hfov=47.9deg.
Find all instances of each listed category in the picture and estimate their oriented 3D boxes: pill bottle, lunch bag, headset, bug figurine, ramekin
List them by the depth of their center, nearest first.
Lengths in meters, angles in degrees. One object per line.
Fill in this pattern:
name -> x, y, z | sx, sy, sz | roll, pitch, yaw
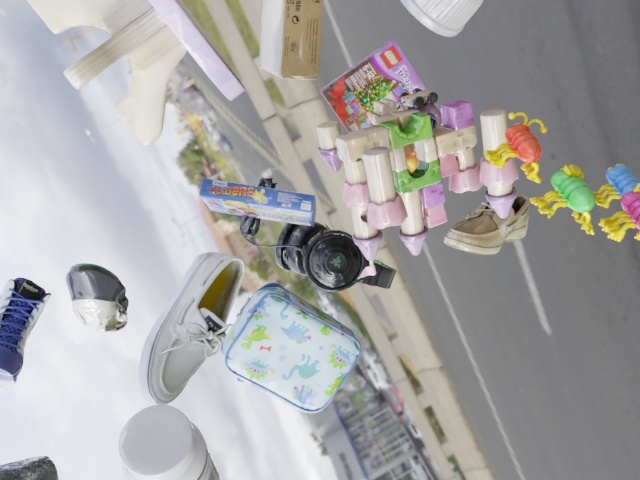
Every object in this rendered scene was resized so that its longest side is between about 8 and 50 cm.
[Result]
bug figurine -> 0.381, -0.081, 1.021 | 0.279, 0.072, 0.216 | 17, -149, -19
lunch bag -> -0.056, 0.193, 1.273 | 0.219, 0.176, 0.090 | 31, -176, -15
pill bottle -> -0.294, 0.440, 1.404 | 0.283, 0.161, 0.161 | 87, 157, -53
headset -> 0.000, 0.000, 1.574 | 0.394, 0.185, 0.243 | 18, -177, -36
ramekin -> 0.266, -0.562, 1.579 | 0.207, 0.109, 0.207 | 23, -132, -27

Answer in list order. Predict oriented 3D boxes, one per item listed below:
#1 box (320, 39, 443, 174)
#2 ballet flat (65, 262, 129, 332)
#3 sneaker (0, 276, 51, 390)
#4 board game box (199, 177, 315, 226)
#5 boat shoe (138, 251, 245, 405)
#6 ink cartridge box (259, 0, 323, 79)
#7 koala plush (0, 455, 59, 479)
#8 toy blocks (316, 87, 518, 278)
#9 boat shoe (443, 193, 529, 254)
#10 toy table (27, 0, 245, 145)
box -> 0.162, -0.282, 1.657 | 0.293, 0.201, 0.057 | 53, -174, -16
ballet flat -> -0.296, 0.087, 0.976 | 0.074, 0.074, 0.203 | 60, 167, 12
sneaker -> -0.731, 0.189, 1.692 | 0.127, 0.182, 0.315 | 26, -163, -23
board game box -> -0.109, -0.067, 1.310 | 0.136, 0.201, 0.035 | 91, -173, -81
boat shoe -> -0.253, 0.188, 1.557 | 0.156, 0.367, 0.136 | -2, 142, 41
ink cartridge box -> -0.063, -0.463, 1.499 | 0.193, 0.088, 0.234 | -130, 41, -64
koala plush -> -0.466, 0.426, 0.970 | 0.203, 0.196, 0.221 | 120, 143, -81
toy blocks -> 0.164, -0.097, 1.297 | 0.309, 0.289, 0.260 | -140, 34, -60
boat shoe -> 0.360, -0.041, 1.529 | 0.109, 0.302, 0.098 | 23, 114, 35
toy table -> -0.246, -0.267, 0.953 | 0.274, 0.161, 0.252 | 54, -176, -9
